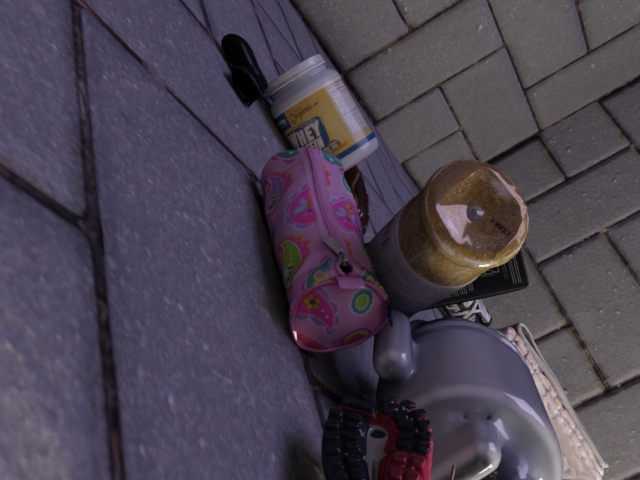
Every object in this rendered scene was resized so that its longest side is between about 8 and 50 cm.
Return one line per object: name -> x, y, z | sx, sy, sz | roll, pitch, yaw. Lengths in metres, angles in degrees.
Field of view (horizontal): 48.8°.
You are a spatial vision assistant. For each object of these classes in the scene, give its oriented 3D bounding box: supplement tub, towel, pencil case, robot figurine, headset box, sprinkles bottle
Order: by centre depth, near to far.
robot figurine -> 0.161, 0.214, 0.827 | 0.300, 0.199, 0.353 | 55, 13, -6
pencil case -> 0.000, 0.000, 0.855 | 0.124, 0.124, 0.284 | 50, 16, -37
sprinkles bottle -> 0.118, 0.025, 0.876 | 0.121, 0.121, 0.355 | 63, -21, 10
headset box -> 0.213, 0.050, 1.244 | 0.246, 0.282, 0.131 | 12, 65, -72
supplement tub -> -0.001, -0.218, 1.278 | 0.200, 0.144, 0.144 | 58, 13, -7
towel -> 0.390, 0.327, 1.429 | 0.332, 0.053, 0.317 | 59, -23, 3

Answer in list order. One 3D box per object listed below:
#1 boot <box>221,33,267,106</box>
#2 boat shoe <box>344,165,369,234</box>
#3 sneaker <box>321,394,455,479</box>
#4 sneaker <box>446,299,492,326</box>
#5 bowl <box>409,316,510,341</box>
boot -> -0.128, -0.280, 1.156 | 0.121, 0.045, 0.099 | 58, 16, -15
boat shoe -> 0.057, -0.077, 1.369 | 0.073, 0.073, 0.207 | 56, 20, -26
sneaker -> 0.047, 0.245, 0.534 | 0.299, 0.120, 0.112 | -66, 156, -65
sneaker -> 0.400, 0.137, 1.993 | 0.258, 0.169, 0.447 | 62, 10, 16
bowl -> 0.277, 0.247, 1.225 | 0.298, 0.134, 0.298 | 43, 29, -31
